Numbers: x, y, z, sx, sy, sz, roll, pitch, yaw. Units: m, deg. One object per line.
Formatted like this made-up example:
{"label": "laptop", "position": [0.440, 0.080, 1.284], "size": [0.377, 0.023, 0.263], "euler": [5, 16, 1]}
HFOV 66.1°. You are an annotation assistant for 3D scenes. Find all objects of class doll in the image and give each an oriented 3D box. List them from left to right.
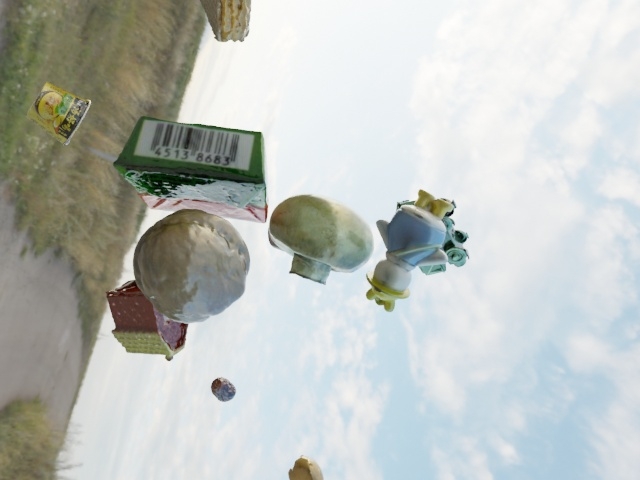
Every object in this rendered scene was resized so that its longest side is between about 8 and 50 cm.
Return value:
{"label": "doll", "position": [0.159, 0.023, 0.932], "size": [0.099, 0.135, 0.241], "euler": [-100, -145, -71]}

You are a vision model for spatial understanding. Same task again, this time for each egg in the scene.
{"label": "egg", "position": [-0.031, 0.570, 1.183], "size": [0.096, 0.080, 0.080], "euler": [35, -71, 34]}

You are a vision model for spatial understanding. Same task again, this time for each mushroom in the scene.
{"label": "mushroom", "position": [0.000, 0.000, 1.528], "size": [0.352, 0.352, 0.261], "euler": [5, -105, 69]}

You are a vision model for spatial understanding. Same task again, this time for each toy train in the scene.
{"label": "toy train", "position": [0.312, -0.016, 1.347], "size": [0.154, 0.269, 0.115], "euler": [-10, -132, 31]}

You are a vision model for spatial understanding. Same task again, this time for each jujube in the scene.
{"label": "jujube", "position": [-0.360, 0.549, 1.813], "size": [0.129, 0.077, 0.077], "euler": [68, 20, -53]}

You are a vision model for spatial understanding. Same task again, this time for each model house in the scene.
{"label": "model house", "position": [-0.534, 0.253, 1.541], "size": [0.160, 0.195, 0.254], "euler": [-21, 106, -66]}

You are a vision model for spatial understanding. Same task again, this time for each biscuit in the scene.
{"label": "biscuit", "position": [-0.169, -0.424, 0.831], "size": [0.379, 0.054, 0.094], "euler": [-115, -154, -51]}

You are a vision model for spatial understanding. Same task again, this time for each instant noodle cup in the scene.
{"label": "instant noodle cup", "position": [-0.731, -0.357, 1.367], "size": [0.151, 0.122, 0.152], "euler": [-29, -134, 35]}

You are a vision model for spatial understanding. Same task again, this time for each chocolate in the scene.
{"label": "chocolate", "position": [-0.312, -0.177, 1.317], "size": [0.341, 0.359, 0.162], "euler": [113, -16, -75]}

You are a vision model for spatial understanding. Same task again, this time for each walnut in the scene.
{"label": "walnut", "position": [-0.276, 0.047, 1.054], "size": [0.248, 0.248, 0.249], "euler": [-51, -150, 45]}

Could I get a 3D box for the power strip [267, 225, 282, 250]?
{"label": "power strip", "position": [-0.117, -0.033, 1.765], "size": [0.078, 0.154, 0.154], "euler": [16, -92, 30]}
